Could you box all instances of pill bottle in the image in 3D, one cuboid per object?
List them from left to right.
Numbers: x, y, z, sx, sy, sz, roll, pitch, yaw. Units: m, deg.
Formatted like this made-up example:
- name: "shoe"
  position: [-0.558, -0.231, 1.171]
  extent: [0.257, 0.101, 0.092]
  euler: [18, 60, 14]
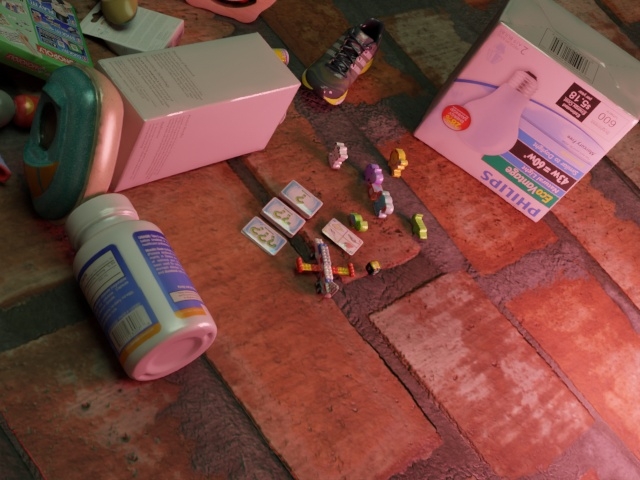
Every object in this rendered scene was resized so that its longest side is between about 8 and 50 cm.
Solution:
- name: "pill bottle"
  position: [-0.286, 0.065, 1.457]
  extent: [0.152, 0.152, 0.272]
  euler: [-14, 62, -39]
- name: "pill bottle"
  position: [-0.112, -0.390, 2.034]
  extent: [0.083, 0.043, 0.043]
  euler: [-8, 58, -36]

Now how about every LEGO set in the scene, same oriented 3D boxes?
- name: "LEGO set"
  position: [0.000, 0.000, 1.760]
  extent: [0.244, 0.060, 0.182]
  euler: [40, 47, 4]

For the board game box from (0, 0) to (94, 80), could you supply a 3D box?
- name: "board game box"
  position: [-0.550, -0.394, 1.676]
  extent: [0.317, 0.046, 0.213]
  euler: [20, 41, -51]

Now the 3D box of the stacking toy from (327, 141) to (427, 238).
- name: "stacking toy"
  position: [0.120, -0.103, 1.925]
  extent: [0.167, 0.052, 0.221]
  euler: [4, 53, -29]

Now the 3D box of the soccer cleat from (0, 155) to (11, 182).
- name: "soccer cleat"
  position: [-0.590, -0.087, 1.456]
  extent: [0.095, 0.083, 0.248]
  euler: [44, 41, 2]

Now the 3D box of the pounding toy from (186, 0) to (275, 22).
- name: "pounding toy"
  position: [-0.226, -0.605, 2.068]
  extent: [0.270, 0.154, 0.154]
  euler: [14, 48, -22]

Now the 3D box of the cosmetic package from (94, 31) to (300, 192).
- name: "cosmetic package"
  position: [-0.237, -0.237, 1.716]
  extent: [0.366, 0.197, 0.155]
  euler: [-23, 67, -44]

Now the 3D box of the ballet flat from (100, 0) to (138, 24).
- name: "ballet flat"
  position: [-0.422, -0.519, 1.911]
  extent: [0.080, 0.073, 0.232]
  euler: [-26, 46, 4]

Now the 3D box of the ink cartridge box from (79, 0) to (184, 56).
- name: "ink cartridge box"
  position: [-0.383, -0.416, 1.906]
  extent: [0.179, 0.045, 0.145]
  euler: [16, 44, 6]

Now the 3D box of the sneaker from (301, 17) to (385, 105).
- name: "sneaker"
  position: [0.054, -0.406, 2.093]
  extent: [0.111, 0.121, 0.300]
  euler: [34, 43, -2]

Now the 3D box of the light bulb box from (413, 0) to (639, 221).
- name: "light bulb box"
  position: [0.460, -0.299, 2.078]
  extent: [0.358, 0.361, 0.225]
  euler: [35, 45, -1]

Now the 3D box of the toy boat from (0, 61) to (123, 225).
- name: "toy boat"
  position: [-0.447, -0.172, 1.537]
  extent: [0.148, 0.267, 0.318]
  euler: [1, 22, -40]
